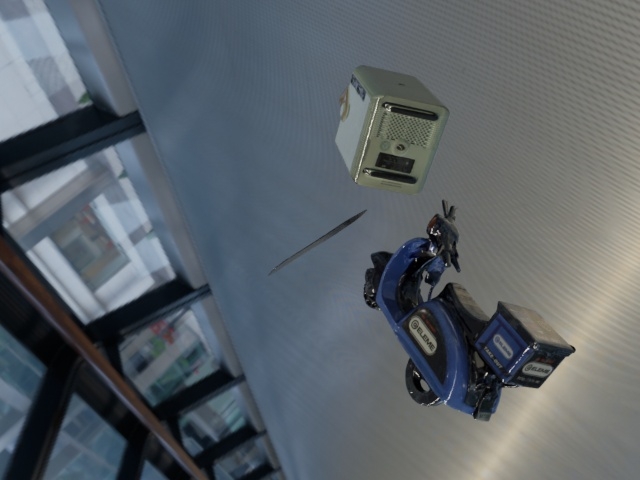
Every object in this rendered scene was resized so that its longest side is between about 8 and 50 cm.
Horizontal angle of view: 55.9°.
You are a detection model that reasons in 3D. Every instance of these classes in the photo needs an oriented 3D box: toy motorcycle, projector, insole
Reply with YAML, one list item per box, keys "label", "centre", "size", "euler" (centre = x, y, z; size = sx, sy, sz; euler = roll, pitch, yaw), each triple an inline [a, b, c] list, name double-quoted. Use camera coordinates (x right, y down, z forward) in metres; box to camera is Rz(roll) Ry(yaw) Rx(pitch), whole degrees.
- label: "toy motorcycle"
  centre: [0.180, 0.094, 0.876]
  size: [0.125, 0.212, 0.358]
  euler: [17, -155, -34]
- label: "projector"
  centre: [0.127, -0.218, 1.154]
  size: [0.242, 0.164, 0.177]
  euler: [-106, 29, -57]
- label: "insole"
  centre: [0.000, 0.000, 0.580]
  size: [0.002, 0.135, 0.045]
  euler: [53, 144, 5]
